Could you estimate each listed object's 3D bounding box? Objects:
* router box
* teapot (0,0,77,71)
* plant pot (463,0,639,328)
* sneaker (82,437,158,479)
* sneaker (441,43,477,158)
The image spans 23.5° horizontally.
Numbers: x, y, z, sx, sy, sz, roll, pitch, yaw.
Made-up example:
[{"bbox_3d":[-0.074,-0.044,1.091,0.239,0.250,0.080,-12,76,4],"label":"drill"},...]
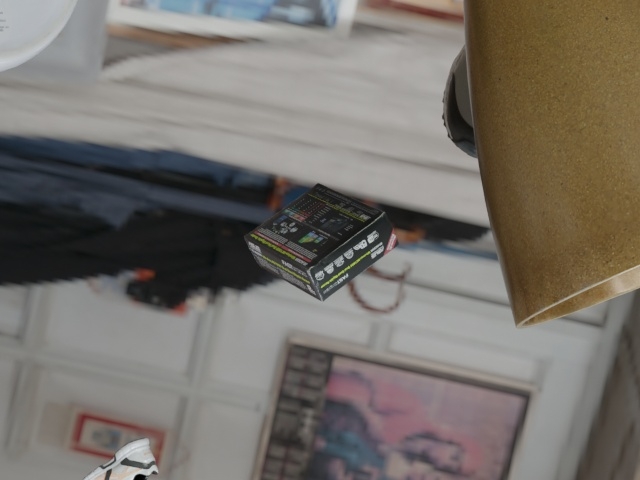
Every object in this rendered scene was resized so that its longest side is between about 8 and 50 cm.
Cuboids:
[{"bbox_3d":[0.000,0.000,1.399,0.122,0.092,0.038,27,-32,56],"label":"router box"},{"bbox_3d":[-0.355,-0.272,1.445,0.252,0.187,0.256,-55,128,-25],"label":"teapot"},{"bbox_3d":[0.205,-0.095,1.132,0.237,0.237,0.254,111,-43,-78],"label":"plant pot"},{"bbox_3d":[-0.214,0.253,1.626,0.109,0.044,0.040,-41,160,31],"label":"sneaker"},{"bbox_3d":[0.187,-0.191,1.360,0.272,0.100,0.108,-61,171,-18],"label":"sneaker"}]
